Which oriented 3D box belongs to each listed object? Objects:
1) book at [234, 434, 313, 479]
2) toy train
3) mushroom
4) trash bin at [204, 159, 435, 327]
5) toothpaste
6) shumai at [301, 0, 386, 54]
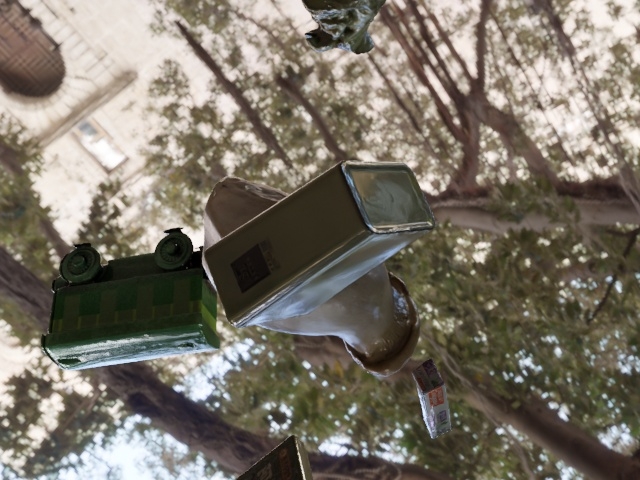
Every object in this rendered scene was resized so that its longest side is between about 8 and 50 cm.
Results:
[{"bbox_3d":[-0.107,0.360,0.839,0.264,0.027,0.202,-39,-154,9],"label":"book"},{"bbox_3d":[-0.297,0.098,1.234,0.301,0.120,0.202,-9,-121,8],"label":"toy train"},{"bbox_3d":[-0.005,0.026,0.530,0.097,0.212,0.088,22,-95,42],"label":"mushroom"},{"bbox_3d":[0.000,0.000,0.353,0.092,0.061,0.043,-35,-109,36],"label":"trash bin"},{"bbox_3d":[0.172,0.246,1.167,0.040,0.196,0.047,-24,-125,-3],"label":"toothpaste"},{"bbox_3d":[0.025,-0.180,0.577,0.083,0.080,0.082,27,-101,34],"label":"shumai"}]
